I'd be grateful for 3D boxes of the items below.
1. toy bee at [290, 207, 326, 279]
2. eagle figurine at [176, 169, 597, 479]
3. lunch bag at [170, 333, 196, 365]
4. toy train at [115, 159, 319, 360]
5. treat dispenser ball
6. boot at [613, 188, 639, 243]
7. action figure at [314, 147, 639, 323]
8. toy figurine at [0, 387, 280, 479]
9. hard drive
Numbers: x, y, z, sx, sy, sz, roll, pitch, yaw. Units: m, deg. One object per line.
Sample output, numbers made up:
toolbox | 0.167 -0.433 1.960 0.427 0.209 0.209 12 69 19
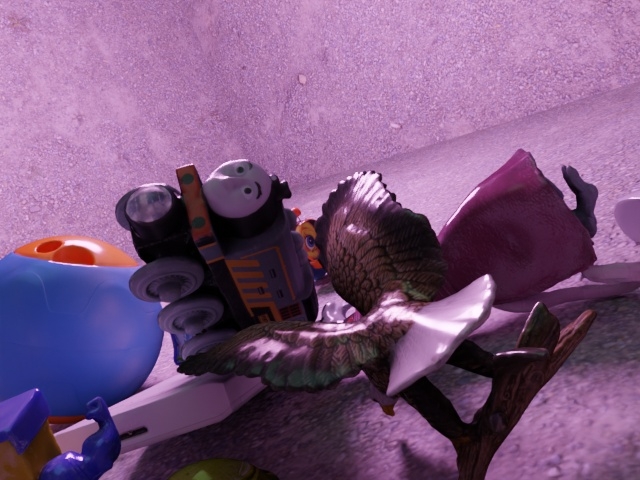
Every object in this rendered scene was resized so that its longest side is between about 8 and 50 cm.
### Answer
toy bee | 0.000 0.000 1.220 0.195 0.162 0.298 -17 11 23
eagle figurine | 0.035 0.075 0.539 0.298 0.225 0.226 31 24 29
lunch bag | -0.171 0.142 1.059 0.151 0.096 0.129 -8 7 -6
toy train | -0.109 0.030 0.751 0.190 0.142 0.334 -19 -32 -5
treat dispenser ball | -0.391 0.135 0.983 0.288 0.288 0.288 -21 10 4
boot | 0.460 -0.051 0.712 0.123 0.095 0.258 -31 11 -9
action figure | 0.143 0.058 0.749 0.370 0.276 0.248 -38 -23 6
toy figurine | -0.236 0.206 0.497 0.362 0.217 0.191 -21 10 7
hard drive | -0.149 0.178 0.735 0.203 0.040 0.307 -20 -5 9
